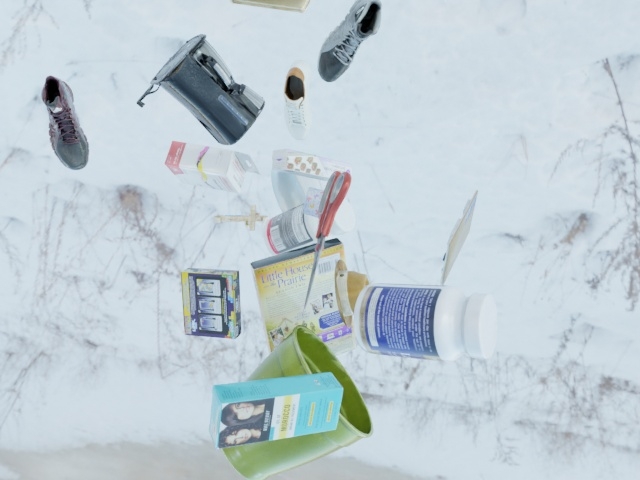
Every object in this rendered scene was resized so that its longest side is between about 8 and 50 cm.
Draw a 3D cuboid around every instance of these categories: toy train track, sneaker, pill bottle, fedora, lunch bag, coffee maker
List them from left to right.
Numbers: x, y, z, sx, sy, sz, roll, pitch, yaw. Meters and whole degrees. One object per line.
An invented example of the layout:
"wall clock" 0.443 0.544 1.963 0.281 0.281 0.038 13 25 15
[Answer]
"sneaker" -0.766 -0.348 1.670 0.106 0.281 0.162 -16 -174 -13
"coffee maker" -0.220 -0.265 1.072 0.171 0.120 0.178 -39 122 9
"toy train track" -0.124 -0.032 0.890 0.083 0.014 0.048 0 123 -11
"sneaker" -0.092 -0.468 1.976 0.106 0.123 0.290 10 129 13
"pill bottle" -0.039 -0.047 2.036 0.318 0.176 0.176 -20 131 37
"lunch bag" -0.008 -0.116 1.725 0.071 0.053 0.083 15 110 23
"sneaker" 0.068 -0.465 1.317 0.086 0.132 0.229 26 111 -18
"fedora" 0.091 0.137 1.516 0.079 0.194 0.194 -9 136 12
"pill bottle" 0.214 0.166 1.158 0.264 0.153 0.153 -1 140 34

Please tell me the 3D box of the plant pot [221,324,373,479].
"plant pot" -0.098 0.494 1.625 0.353 0.366 0.366 -37 126 7

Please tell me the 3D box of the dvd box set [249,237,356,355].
"dvd box set" -0.049 0.223 1.881 0.307 0.062 0.420 -17 117 -16

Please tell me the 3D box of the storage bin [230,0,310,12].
"storage bin" -0.158 -0.814 1.676 0.260 0.123 0.262 11 169 7

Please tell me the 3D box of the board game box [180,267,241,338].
"board game box" -0.275 0.158 1.433 0.141 0.048 0.170 3 103 14

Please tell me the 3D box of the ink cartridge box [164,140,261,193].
"ink cartridge box" -0.252 -0.170 1.351 0.198 0.067 0.115 10 164 12

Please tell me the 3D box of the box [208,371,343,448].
"box" -0.083 0.319 1.077 0.244 0.060 0.100 -1 110 -26

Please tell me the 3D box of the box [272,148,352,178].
"box" -0.020 -0.231 1.789 0.067 0.063 0.324 3 180 40

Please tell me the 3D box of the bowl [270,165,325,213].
"bowl" -0.071 -0.198 2.256 0.134 0.298 0.298 -24 147 -23

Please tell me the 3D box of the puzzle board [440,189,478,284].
"puzzle board" 0.213 -0.006 0.881 0.011 0.128 0.096 20 142 20

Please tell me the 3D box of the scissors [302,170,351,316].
"scissors" 0.000 0.000 1.084 0.021 0.297 0.109 21 170 -20
